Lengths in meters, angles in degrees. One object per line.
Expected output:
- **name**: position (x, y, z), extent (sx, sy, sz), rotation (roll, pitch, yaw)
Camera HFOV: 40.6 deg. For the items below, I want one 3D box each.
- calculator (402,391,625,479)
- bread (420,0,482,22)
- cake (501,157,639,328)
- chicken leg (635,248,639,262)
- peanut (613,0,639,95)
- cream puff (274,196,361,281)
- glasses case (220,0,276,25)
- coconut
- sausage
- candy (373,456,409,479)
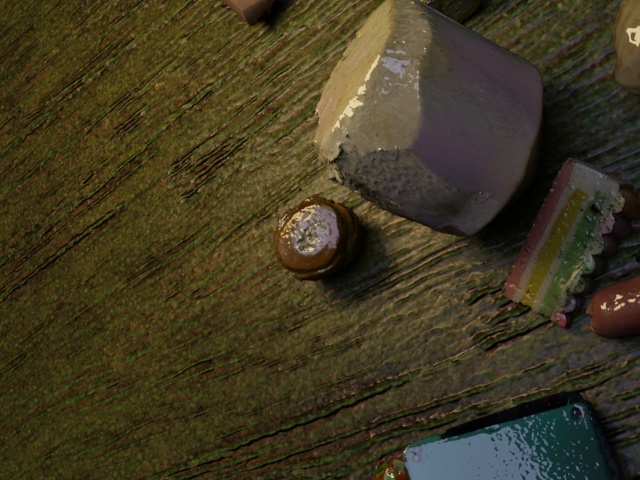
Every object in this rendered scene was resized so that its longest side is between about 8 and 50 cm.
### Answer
- **calculator**: position (0.259, 0.347, 1.115), extent (0.274, 0.058, 0.248), rotation (-20, 66, 8)
- **bread**: position (0.175, -0.387, 1.380), extent (0.157, 0.083, 0.094), rotation (-24, 63, 23)
- **cake**: position (0.350, 0.003, 1.192), extent (0.109, 0.090, 0.225), rotation (35, 116, 32)
- **chicken leg**: position (0.453, 0.007, 1.135), extent (0.083, 0.021, 0.036), rotation (-38, 51, 18)
- **peanut**: position (0.487, -0.335, 1.137), extent (0.149, 0.149, 0.313), rotation (36, 98, 34)
- **cream puff**: position (0.000, -0.002, 1.379), extent (0.144, 0.103, 0.126), rotation (-39, 73, 19)
- **glasses case**: position (-0.143, -0.471, 1.626), extent (0.102, 0.070, 0.193), rotation (-35, 55, -12)
- **coconut**: position (0.165, -0.154, 1.203), extent (0.297, 0.310, 0.297), rotation (-55, 18, 27)
- **sausage**: position (0.528, 0.040, 1.041), extent (0.433, 0.088, 0.087), rotation (-21, 67, 27)
- **candy**: position (0.193, 0.398, 1.182), extent (0.288, 0.078, 0.084), rotation (31, 125, 25)
